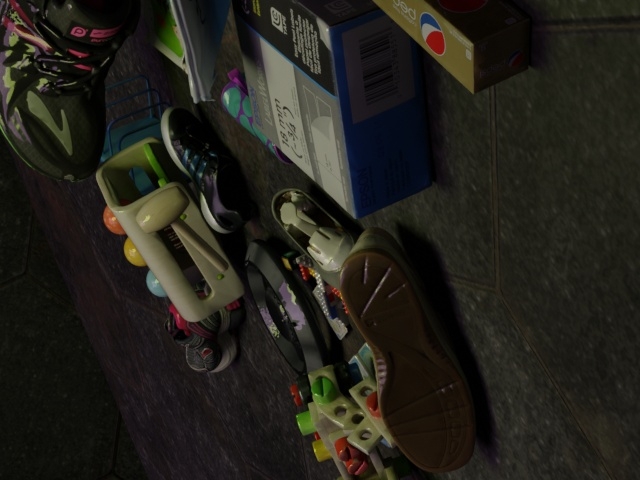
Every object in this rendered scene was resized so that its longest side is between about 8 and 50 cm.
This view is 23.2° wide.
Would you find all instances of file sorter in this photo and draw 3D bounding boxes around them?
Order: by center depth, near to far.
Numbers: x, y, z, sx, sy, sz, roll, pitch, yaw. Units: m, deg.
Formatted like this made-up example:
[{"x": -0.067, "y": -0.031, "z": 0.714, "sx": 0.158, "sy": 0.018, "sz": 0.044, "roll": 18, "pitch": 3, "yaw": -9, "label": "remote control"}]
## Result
[{"x": -0.277, "y": -0.161, "z": 2.408, "sx": 0.170, "sy": 0.118, "sz": 0.104, "roll": 49, "pitch": 153, "yaw": 38, "label": "file sorter"}]

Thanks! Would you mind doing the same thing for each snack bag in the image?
[{"x": -0.153, "y": -0.364, "z": 1.679, "sx": 0.323, "sy": 0.037, "sz": 0.343, "roll": -86, "pitch": -15, "yaw": -56, "label": "snack bag"}]

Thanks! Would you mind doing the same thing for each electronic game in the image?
[{"x": -0.046, "y": 0.103, "z": 2.229, "sx": 0.229, "sy": 0.048, "sz": 0.229, "roll": 57, "pitch": 164, "yaw": 26, "label": "electronic game"}]

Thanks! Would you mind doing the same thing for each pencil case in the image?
[{"x": -0.064, "y": -0.154, "z": 1.922, "sx": 0.151, "sy": 0.064, "sz": 0.070, "roll": 43, "pitch": 168, "yaw": 47, "label": "pencil case"}]

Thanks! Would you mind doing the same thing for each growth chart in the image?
[{"x": -0.240, "y": -0.356, "z": 2.207, "sx": 0.172, "sy": 0.021, "sz": 0.237, "roll": 33, "pitch": 145, "yaw": 55, "label": "growth chart"}]

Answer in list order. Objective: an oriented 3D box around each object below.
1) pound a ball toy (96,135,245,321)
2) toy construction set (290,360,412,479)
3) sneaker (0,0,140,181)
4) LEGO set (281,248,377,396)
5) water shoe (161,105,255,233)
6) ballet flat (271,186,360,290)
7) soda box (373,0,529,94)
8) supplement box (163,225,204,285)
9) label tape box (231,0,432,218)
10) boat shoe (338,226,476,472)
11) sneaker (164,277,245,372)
[{"x": -0.227, "y": 0.003, "z": 2.298, "sx": 0.208, "sy": 0.135, "sz": 0.319, "roll": 61, "pitch": 179, "yaw": 44, "label": "pound a ball toy"}, {"x": 0.054, "y": 0.280, "z": 2.000, "sx": 0.328, "sy": 0.151, "sz": 0.215, "roll": 87, "pitch": 170, "yaw": -47, "label": "toy construction set"}, {"x": -0.358, "y": -0.294, "z": 2.167, "sx": 0.202, "sy": 0.185, "sz": 0.483, "roll": 41, "pitch": 135, "yaw": 51, "label": "sneaker"}, {"x": 0.020, "y": 0.107, "z": 2.042, "sx": 0.244, "sy": 0.060, "sz": 0.182, "roll": 57, "pitch": 160, "yaw": 10, "label": "LEGO set"}, {"x": -0.155, "y": -0.112, "z": 2.247, "sx": 0.080, "sy": 0.073, "sz": 0.203, "roll": -25, "pitch": 94, "yaw": 49, "label": "water shoe"}, {"x": 0.000, "y": 0.000, "z": 1.920, "sx": 0.068, "sy": 0.072, "sz": 0.213, "roll": 29, "pitch": -170, "yaw": -40, "label": "ballet flat"}, {"x": 0.109, "y": -0.210, "z": 1.388, "sx": 0.181, "sy": 0.061, "sz": 0.058, "roll": 49, "pitch": 157, "yaw": 39, "label": "soda box"}, {"x": -0.271, "y": -0.041, "z": 2.610, "sx": 0.239, "sy": 0.073, "sz": 0.130, "roll": 58, "pitch": 160, "yaw": 16, "label": "supplement box"}, {"x": -0.020, "y": -0.210, "z": 1.668, "sx": 0.333, "sy": 0.106, "sz": 0.241, "roll": 44, "pitch": 152, "yaw": 45, "label": "label tape box"}, {"x": 0.107, "y": 0.127, "z": 1.798, "sx": 0.098, "sy": 0.109, "sz": 0.302, "roll": -70, "pitch": -41, "yaw": -63, "label": "boat shoe"}, {"x": -0.208, "y": 0.144, "z": 2.622, "sx": 0.121, "sy": 0.112, "sz": 0.299, "roll": 57, "pitch": 161, "yaw": 21, "label": "sneaker"}]
